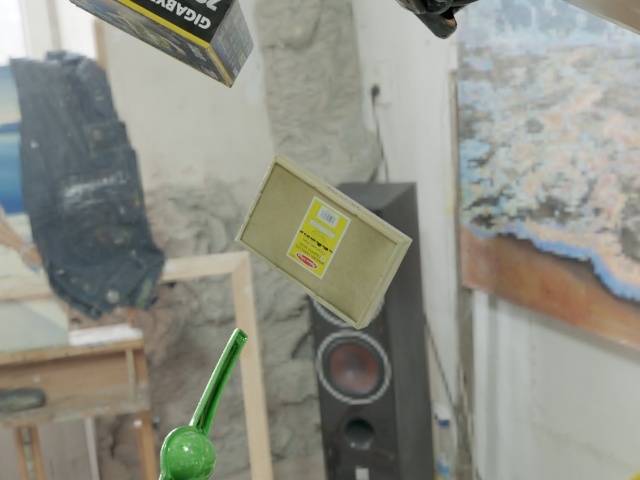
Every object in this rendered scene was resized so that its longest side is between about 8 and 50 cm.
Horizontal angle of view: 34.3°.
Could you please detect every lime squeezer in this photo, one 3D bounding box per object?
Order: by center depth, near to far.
[{"bbox_3d":[-0.096,0.185,0.865,0.058,0.110,0.310,30,18,-22],"label":"lime squeezer"}]

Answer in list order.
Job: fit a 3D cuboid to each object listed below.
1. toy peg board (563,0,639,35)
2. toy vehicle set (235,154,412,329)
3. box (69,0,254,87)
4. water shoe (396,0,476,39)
[{"bbox_3d":[0.209,-0.184,0.663,0.161,0.079,0.160,35,13,30],"label":"toy peg board"},{"bbox_3d":[0.000,0.000,1.670,0.266,0.166,0.035,35,21,21],"label":"toy vehicle set"},{"bbox_3d":[-0.220,-0.301,1.295,0.257,0.079,0.322,30,0,-1],"label":"box"},{"bbox_3d":[0.033,-0.112,0.299,0.073,0.080,0.203,-37,-4,11],"label":"water shoe"}]
